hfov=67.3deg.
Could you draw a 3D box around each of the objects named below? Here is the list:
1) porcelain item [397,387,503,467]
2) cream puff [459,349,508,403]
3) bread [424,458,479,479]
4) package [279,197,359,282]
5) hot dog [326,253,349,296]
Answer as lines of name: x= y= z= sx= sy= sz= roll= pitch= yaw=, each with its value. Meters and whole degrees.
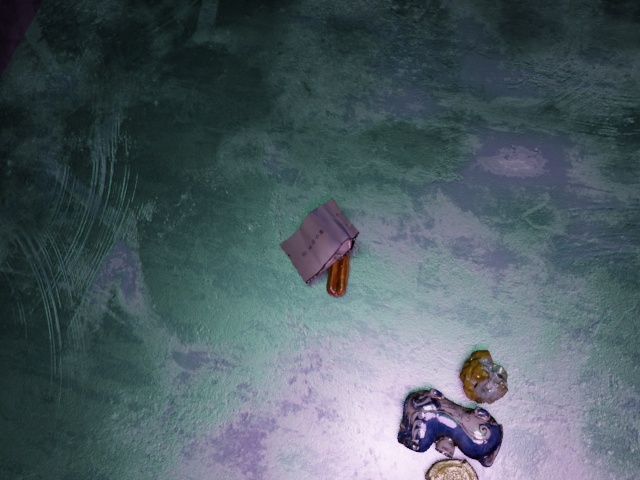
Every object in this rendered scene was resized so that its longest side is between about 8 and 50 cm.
porcelain item: x=0.372 y=0.551 z=1.393 sx=0.287 sy=0.138 sz=0.186 roll=20 pitch=68 yaw=16
cream puff: x=0.489 y=0.409 z=1.452 sx=0.121 sy=0.156 sz=0.156 roll=-45 pitch=66 yaw=36
bread: x=0.378 y=0.696 z=1.388 sx=0.156 sy=0.064 sz=0.118 roll=-4 pitch=66 yaw=6
package: x=0.000 y=0.000 z=1.653 sx=0.251 sy=0.062 sz=0.204 roll=-42 pitch=53 yaw=9
hot dog: x=0.060 y=0.110 z=1.635 sx=0.071 sy=0.045 sz=0.165 roll=5 pitch=72 yaw=6
